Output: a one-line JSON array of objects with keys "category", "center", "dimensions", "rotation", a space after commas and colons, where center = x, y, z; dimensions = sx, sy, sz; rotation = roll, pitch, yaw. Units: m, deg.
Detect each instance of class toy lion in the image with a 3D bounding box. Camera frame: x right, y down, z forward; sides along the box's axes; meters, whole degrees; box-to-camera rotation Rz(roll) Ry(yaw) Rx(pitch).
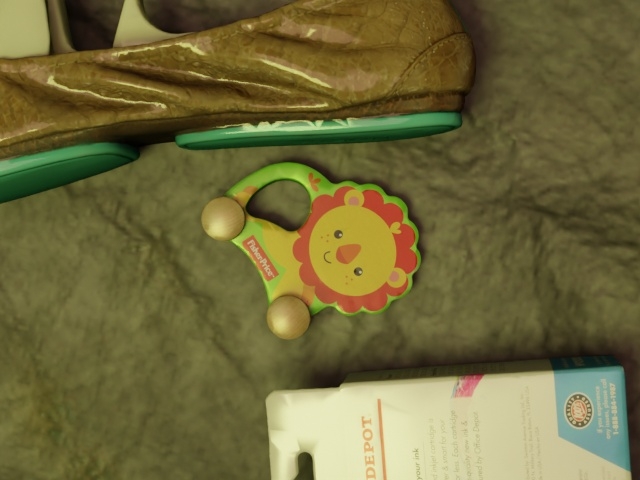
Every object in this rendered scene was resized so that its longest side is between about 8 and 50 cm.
[{"category": "toy lion", "center": [0.000, 0.000, 0.843], "dimensions": [0.096, 0.034, 0.100], "rotation": [-34, 88, -1]}]

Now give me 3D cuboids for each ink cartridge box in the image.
[{"category": "ink cartridge box", "center": [0.068, 0.118, 0.823], "dimensions": [0.181, 0.061, 0.104], "rotation": [-4, 92, 6]}]

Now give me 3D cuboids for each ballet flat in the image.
[{"category": "ballet flat", "center": [-0.095, -0.091, 0.808], "dimensions": [0.342, 0.116, 0.124], "rotation": [-10, 87, 4]}]
